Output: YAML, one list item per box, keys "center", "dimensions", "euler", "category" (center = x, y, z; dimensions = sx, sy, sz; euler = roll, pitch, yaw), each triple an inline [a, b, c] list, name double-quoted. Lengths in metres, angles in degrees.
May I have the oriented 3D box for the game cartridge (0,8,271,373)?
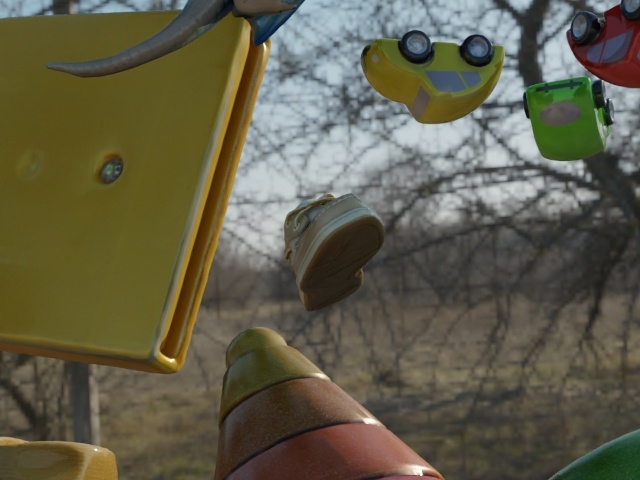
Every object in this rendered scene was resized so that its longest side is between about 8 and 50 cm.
- center: [-0.217, -0.049, 0.907]
  dimensions: [0.324, 0.285, 0.053]
  euler: [4, -21, 29]
  category: "game cartridge"

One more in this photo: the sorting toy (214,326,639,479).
- center: [0.098, 0.081, 0.509]
  dimensions: [0.366, 0.126, 0.127]
  euler: [-4, -37, -31]
  category: "sorting toy"

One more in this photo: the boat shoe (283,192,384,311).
- center: [0.000, 0.000, 0.769]
  dimensions: [0.063, 0.059, 0.170]
  euler: [-25, -14, -14]
  category: "boat shoe"

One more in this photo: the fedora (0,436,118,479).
- center: [-0.215, 0.195, 0.888]
  dimensions: [0.195, 0.079, 0.194]
  euler: [4, -11, 1]
  category: "fedora"

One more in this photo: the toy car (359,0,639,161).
- center: [0.169, -0.100, 0.817]
  dimensions: [0.239, 0.053, 0.225]
  euler: [-7, -16, 22]
  category: "toy car"

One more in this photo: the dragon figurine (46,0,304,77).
- center: [-0.039, -0.181, 0.710]
  dimensions: [0.085, 0.289, 0.144]
  euler: [41, -6, -7]
  category: "dragon figurine"
